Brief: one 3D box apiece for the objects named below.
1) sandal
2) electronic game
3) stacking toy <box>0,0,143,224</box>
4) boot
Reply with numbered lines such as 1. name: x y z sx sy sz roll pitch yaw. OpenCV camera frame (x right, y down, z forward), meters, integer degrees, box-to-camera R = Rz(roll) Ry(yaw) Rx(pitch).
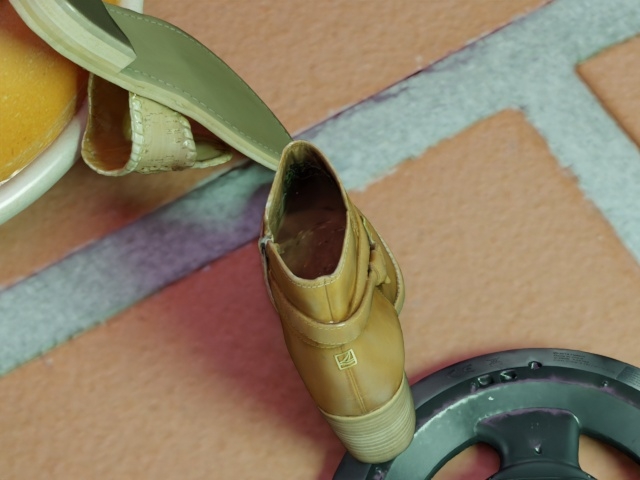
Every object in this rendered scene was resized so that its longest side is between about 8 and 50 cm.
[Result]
1. sandal: -0.106 -0.074 1.049 0.079 0.240 0.088 -39 57 14
2. electronic game: 0.112 0.156 0.997 0.229 0.048 0.229 -3 57 5
3. stacking toy: -0.274 -0.229 0.953 0.350 0.480 0.351 0 61 0
4. boot: 0.000 0.000 1.008 0.073 0.152 0.197 -22 48 -1
